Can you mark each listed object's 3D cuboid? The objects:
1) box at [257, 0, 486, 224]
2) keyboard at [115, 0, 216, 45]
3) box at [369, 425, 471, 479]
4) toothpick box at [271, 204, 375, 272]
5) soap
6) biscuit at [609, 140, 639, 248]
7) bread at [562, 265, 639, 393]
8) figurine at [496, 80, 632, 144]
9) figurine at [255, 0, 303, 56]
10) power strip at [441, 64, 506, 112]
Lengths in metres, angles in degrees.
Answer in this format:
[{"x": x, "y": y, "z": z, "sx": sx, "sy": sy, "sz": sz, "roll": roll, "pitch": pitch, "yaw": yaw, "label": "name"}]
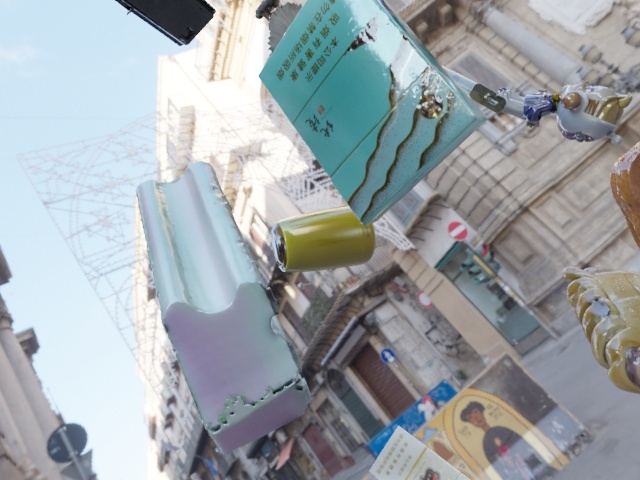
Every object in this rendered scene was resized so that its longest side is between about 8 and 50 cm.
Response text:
[{"x": 0.040, "y": -0.155, "z": 0.490, "sx": 0.041, "sy": 0.229, "sz": 0.162, "roll": -14, "pitch": -25, "yaw": -51, "label": "box"}, {"x": -0.251, "y": -0.361, "z": 0.658, "sx": 0.093, "sy": 0.025, "sz": 0.230, "roll": -37, "pitch": -20, "yaw": 16, "label": "keyboard"}, {"x": 0.167, "y": 0.383, "z": 0.729, "sx": 0.090, "sy": 0.166, "sz": 0.024, "roll": -52, "pitch": -43, "yaw": -14, "label": "box"}, {"x": 0.000, "y": 0.000, "z": 1.282, "sx": 0.271, "sy": 0.175, "sz": 0.175, "roll": -9, "pitch": -32, "yaw": -20, "label": "toothpick box"}, {"x": -0.169, "y": 0.092, "z": 0.762, "sx": 0.156, "sy": 0.446, "sz": 0.262, "roll": -22, "pitch": -46, "yaw": -12, "label": "soap"}, {"x": 0.432, "y": -0.052, "z": 0.536, "sx": 0.186, "sy": 0.192, "sz": 0.036, "roll": -38, "pitch": 13, "yaw": -11, "label": "biscuit"}, {"x": 0.441, "y": 0.119, "z": 0.661, "sx": 0.225, "sy": 0.134, "sz": 0.081, "roll": -76, "pitch": -15, "yaw": -54, "label": "bread"}, {"x": 0.544, "y": -0.301, "z": 1.056, "sx": 0.194, "sy": 0.274, "sz": 0.133, "roll": -61, "pitch": -22, "yaw": -69, "label": "figurine"}, {"x": -0.045, "y": -0.623, "z": 1.500, "sx": 0.207, "sy": 0.387, "sz": 0.166, "roll": -43, "pitch": 10, "yaw": -1, "label": "figurine"}, {"x": 0.343, "y": -0.347, "z": 1.052, "sx": 0.092, "sy": 0.268, "sz": 0.034, "roll": 21, "pitch": -65, "yaw": -21, "label": "power strip"}]
